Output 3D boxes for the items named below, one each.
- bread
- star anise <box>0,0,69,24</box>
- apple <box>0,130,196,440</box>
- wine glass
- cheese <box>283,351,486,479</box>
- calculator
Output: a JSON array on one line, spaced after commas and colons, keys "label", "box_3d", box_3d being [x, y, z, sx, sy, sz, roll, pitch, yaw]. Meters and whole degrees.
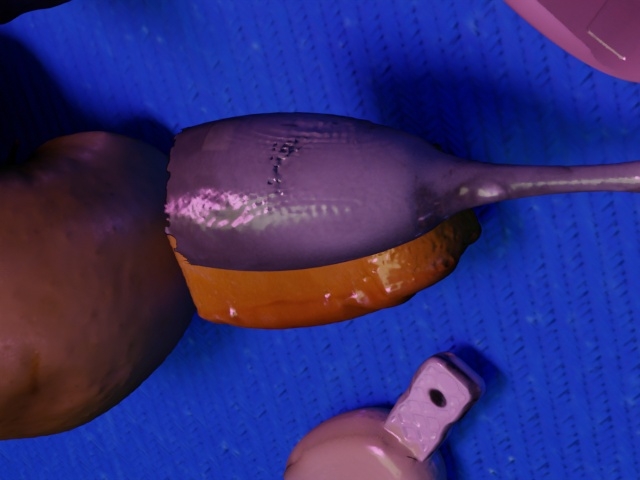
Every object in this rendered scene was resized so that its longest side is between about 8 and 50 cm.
[{"label": "bread", "box_3d": [0.000, 0.000, 1.217, 0.245, 0.102, 0.094, -12, 108, 47]}, {"label": "star anise", "box_3d": [-0.299, -0.197, 1.203, 0.349, 0.292, 0.109, 14, 136, -5]}, {"label": "apple", "box_3d": [-0.250, 0.022, 1.361, 0.295, 0.233, 0.258, 32, 137, 19]}, {"label": "wine glass", "box_3d": [0.051, -0.103, 1.003, 0.309, 0.096, 0.264, -1, 120, 20]}, {"label": "cheese", "box_3d": [0.056, 0.148, 1.332, 0.127, 0.050, 0.235, 42, 141, 11]}, {"label": "calculator", "box_3d": [0.139, -0.151, 1.006, 0.166, 0.024, 0.103, 40, 142, 6]}]
